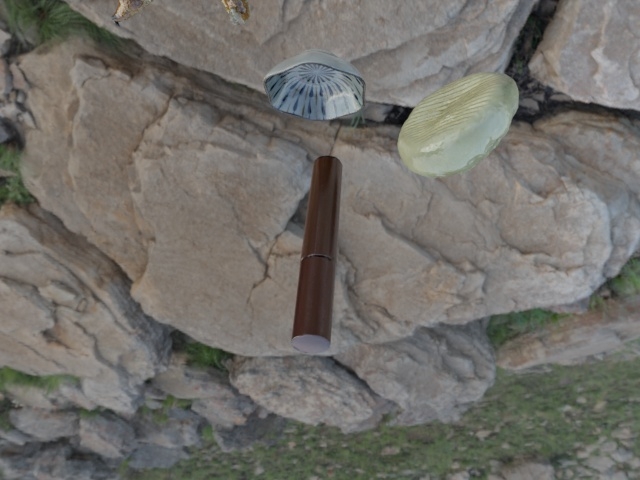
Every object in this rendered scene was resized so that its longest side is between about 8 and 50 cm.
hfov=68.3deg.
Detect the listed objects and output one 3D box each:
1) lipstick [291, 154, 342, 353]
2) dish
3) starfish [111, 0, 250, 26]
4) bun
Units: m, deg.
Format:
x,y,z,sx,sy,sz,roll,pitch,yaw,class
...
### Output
x,y,z,sx,sy,sz,roll,pitch,yaw,class
0.000,0.000,0.726,0.057,0.357,0.057,3,139,3,lipstick
-0.007,-0.285,0.837,0.190,0.066,0.191,2,166,1,dish
-0.154,-0.308,0.444,0.227,0.043,0.240,-19,108,25,starfish
0.244,-0.186,0.813,0.222,0.222,0.127,-22,122,26,bun
